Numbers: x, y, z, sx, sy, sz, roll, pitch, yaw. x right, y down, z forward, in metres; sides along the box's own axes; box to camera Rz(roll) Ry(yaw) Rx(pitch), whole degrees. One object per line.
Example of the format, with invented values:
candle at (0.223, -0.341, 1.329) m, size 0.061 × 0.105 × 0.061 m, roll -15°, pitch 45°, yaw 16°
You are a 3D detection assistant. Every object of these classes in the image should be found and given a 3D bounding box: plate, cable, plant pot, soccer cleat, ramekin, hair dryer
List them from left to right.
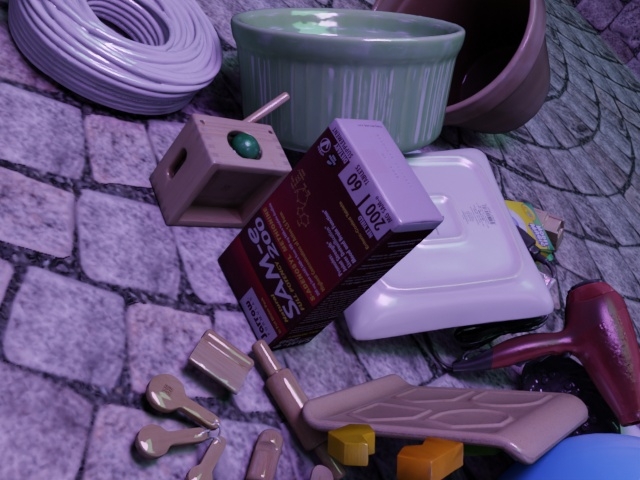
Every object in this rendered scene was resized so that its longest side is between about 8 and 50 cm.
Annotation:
cable at (-0.251, -0.264, 0.921) m, size 0.257 × 0.089 × 0.257 m, roll 48°, pitch 36°, yaw 4°
ramekin at (0.032, -0.218, 0.991) m, size 0.304 × 0.148 × 0.303 m, roll 3°, pitch 23°, yaw -1°
plate at (0.138, -0.018, 0.949) m, size 0.278 × 0.045 × 0.277 m, roll -5°, pitch 56°, yaw -17°
plant pot at (0.280, -0.330, 1.350) m, size 0.280 × 0.323 × 0.323 m, roll 22°, pitch 38°, yaw -53°
hair dryer at (0.304, 0.137, 0.975) m, size 0.294 × 0.223 × 0.080 m, roll 35°, pitch -11°, yaw 21°
soccer cleat at (0.395, 0.284, 1.005) m, size 0.318 × 0.108 × 0.116 m, roll 47°, pitch 7°, yaw 17°

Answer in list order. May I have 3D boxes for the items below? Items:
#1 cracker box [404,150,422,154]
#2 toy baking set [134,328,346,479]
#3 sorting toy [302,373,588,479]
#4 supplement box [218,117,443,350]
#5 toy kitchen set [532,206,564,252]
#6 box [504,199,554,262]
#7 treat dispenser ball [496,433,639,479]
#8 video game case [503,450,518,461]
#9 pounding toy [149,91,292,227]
cracker box at (0.111, -0.039, 1.060) m, size 0.156 × 0.067 × 0.232 m, roll 9°, pitch 50°, yaw -38°
toy baking set at (-0.065, 0.203, 0.691) m, size 0.197 × 0.030 × 0.256 m, roll -22°, pitch 71°, yaw -49°
sorting toy at (0.103, 0.180, 0.707) m, size 0.307 × 0.229 × 0.041 m, roll 0°, pitch 91°, yaw -56°
supplement box at (0.000, 0.000, 0.769) m, size 0.073 × 0.239 × 0.130 m, roll -6°, pitch 59°, yaw -45°
toy kitchen set at (0.384, -0.008, 1.329) m, size 0.083 × 0.075 × 0.068 m, roll 23°, pitch 70°, yaw 26°
box at (0.310, -0.017, 1.230) m, size 0.179 × 0.043 × 0.105 m, roll 6°, pitch 50°, yaw -31°
treat dispenser ball at (0.269, 0.322, 0.667) m, size 0.288 × 0.288 × 0.288 m, roll 26°, pitch 40°, yaw -24°
video game case at (0.257, 0.261, 0.874) m, size 0.157 × 0.019 × 0.143 m, roll 34°, pitch -2°, yaw -13°
pounding toy at (-0.104, -0.096, 0.848) m, size 0.130 × 0.141 × 0.100 m, roll 1°, pitch 53°, yaw -43°
